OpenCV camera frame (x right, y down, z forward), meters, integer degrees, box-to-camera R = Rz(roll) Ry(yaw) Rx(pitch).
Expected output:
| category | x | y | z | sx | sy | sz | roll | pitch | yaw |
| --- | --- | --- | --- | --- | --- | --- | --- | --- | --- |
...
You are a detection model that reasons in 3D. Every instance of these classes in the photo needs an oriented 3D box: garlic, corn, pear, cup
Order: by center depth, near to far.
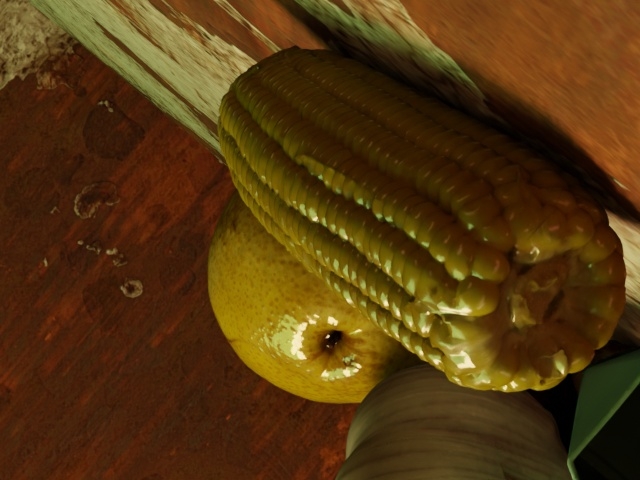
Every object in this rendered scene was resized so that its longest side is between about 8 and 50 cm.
| category | x | y | z | sx | sy | sz | roll | pitch | yaw |
| --- | --- | --- | --- | --- | --- | --- | --- | --- | --- |
| corn | 0.038 | -0.025 | 0.948 | 0.131 | 0.131 | 0.344 | 41 | 177 | -32 |
| cup | 0.210 | 0.123 | 1.015 | 0.236 | 0.134 | 0.148 | -69 | -39 | -86 |
| garlic | 0.103 | 0.216 | 1.157 | 0.257 | 0.207 | 0.207 | 49 | 180 | 18 |
| pear | 0.017 | 0.027 | 1.258 | 0.209 | 0.209 | 0.209 | 40 | 177 | 2 |

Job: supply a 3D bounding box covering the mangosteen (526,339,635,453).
| category | x | y | z | sx | sy | sz | roll | pitch | yaw |
| --- | --- | --- | --- | --- | --- | --- | --- | --- | --- |
| mangosteen | 0.217 | 0.160 | 1.276 | 0.200 | 0.200 | 0.200 | 40 | 177 | 2 |
